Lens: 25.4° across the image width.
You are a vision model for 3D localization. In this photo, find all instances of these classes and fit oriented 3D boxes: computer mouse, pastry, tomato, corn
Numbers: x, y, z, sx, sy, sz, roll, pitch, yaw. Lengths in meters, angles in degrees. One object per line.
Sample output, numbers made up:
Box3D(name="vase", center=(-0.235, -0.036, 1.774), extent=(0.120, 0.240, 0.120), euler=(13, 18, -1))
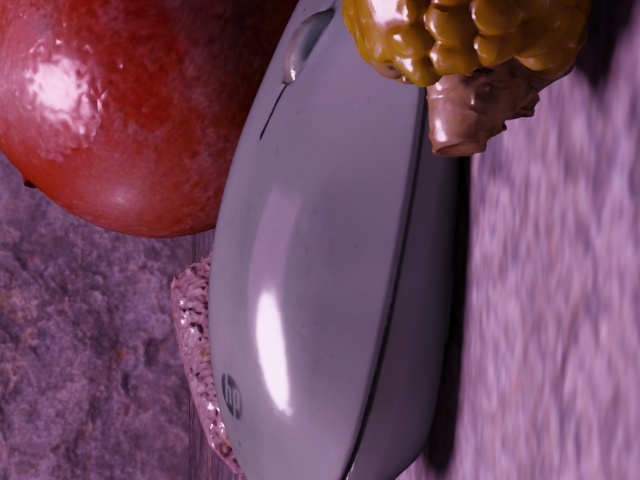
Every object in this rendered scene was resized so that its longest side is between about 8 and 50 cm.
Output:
Box3D(name="computer mouse", center=(-0.006, 0.001, 0.735), extent=(0.159, 0.097, 0.289), euler=(20, 109, 62))
Box3D(name="pastry", center=(-0.069, 0.088, 1.189), extent=(0.103, 0.112, 0.265), euler=(84, 179, -47))
Box3D(name="tomato", center=(-0.106, -0.138, 0.975), extent=(0.265, 0.264, 0.265), euler=(180, 90, -81))
Box3D(name="corn", center=(0.054, -0.160, 0.499), extent=(0.097, 0.097, 0.262), euler=(178, 94, -81))
